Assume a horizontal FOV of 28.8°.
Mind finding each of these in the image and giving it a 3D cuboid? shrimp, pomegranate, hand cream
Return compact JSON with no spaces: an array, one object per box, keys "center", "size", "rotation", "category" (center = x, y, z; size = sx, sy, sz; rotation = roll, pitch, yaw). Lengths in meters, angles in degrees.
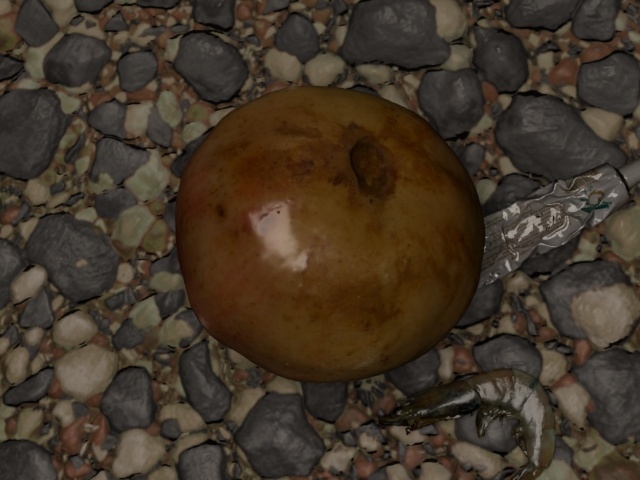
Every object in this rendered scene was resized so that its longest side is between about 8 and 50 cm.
[{"center":[0.170,0.229,1.410],"size":[0.195,0.035,0.148],"rotation":[-15,83,8],"category":"shrimp"},{"center":[0.000,0.000,1.344],"size":[0.338,0.338,0.338],"rotation":[-1,83,12],"category":"pomegranate"},{"center":[0.253,-0.022,1.415],"size":[0.257,0.050,0.084],"rotation":[-26,82,11],"category":"hand cream"}]
